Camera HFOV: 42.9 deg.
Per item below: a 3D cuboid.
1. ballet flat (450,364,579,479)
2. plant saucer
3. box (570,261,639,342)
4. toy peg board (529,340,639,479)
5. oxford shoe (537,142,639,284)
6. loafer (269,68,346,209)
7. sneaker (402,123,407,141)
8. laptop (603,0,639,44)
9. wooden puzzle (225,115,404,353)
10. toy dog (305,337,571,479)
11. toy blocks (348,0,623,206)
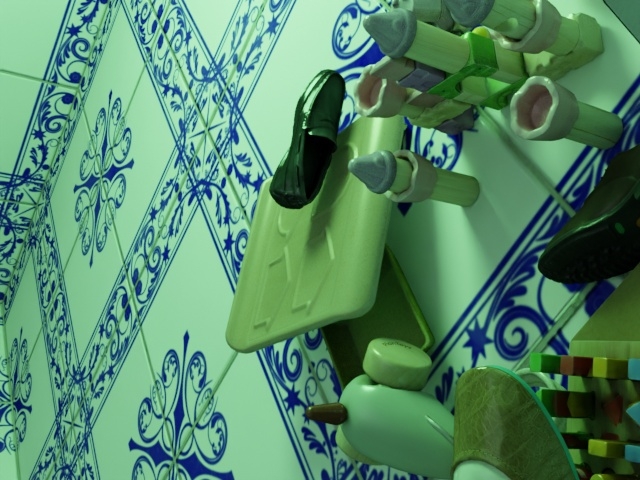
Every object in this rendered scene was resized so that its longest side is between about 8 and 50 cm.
[{"bbox_3d":[0.177,0.282,0.731,0.116,0.124,0.342,2,119,47],"label":"ballet flat"},{"bbox_3d":[0.083,0.127,1.136,0.188,0.045,0.188,-55,40,34],"label":"plant saucer"},{"bbox_3d":[0.321,0.123,0.754,0.201,0.021,0.164,-104,31,-43],"label":"box"},{"bbox_3d":[0.260,0.171,0.750,0.161,0.079,0.161,165,110,-67],"label":"toy peg board"},{"bbox_3d":[0.307,-0.033,0.823,0.227,0.083,0.096,-48,22,43],"label":"oxford shoe"},{"bbox_3d":[-0.004,-0.148,1.185,0.078,0.076,0.223,4,69,46],"label":"loafer"},{"bbox_3d":[0.094,-0.156,1.207,0.083,0.031,0.035,3,85,57],"label":"sneaker"},{"bbox_3d":[0.386,-0.075,0.490,0.408,0.236,0.382,49,146,-1],"label":"laptop"},{"bbox_3d":[0.000,0.000,1.219,0.348,0.081,0.322,-23,49,52],"label":"wooden puzzle"},{"bbox_3d":[0.109,0.239,0.921,0.334,0.161,0.220,6,97,52],"label":"toy dog"},{"bbox_3d":[0.139,-0.223,0.943,0.289,0.260,0.308,-26,61,52],"label":"toy blocks"}]
